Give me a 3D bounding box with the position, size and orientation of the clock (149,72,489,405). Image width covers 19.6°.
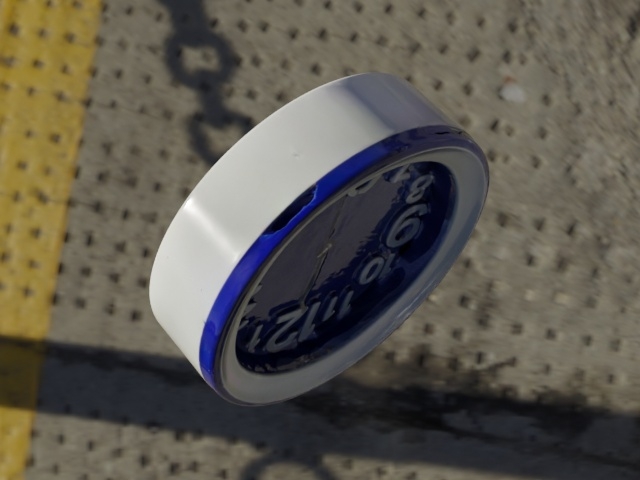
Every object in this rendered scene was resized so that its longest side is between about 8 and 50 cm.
[{"bbox_3d":[0.000,0.000,1.193,0.230,0.230,0.083,-47,67,8],"label":"clock"}]
